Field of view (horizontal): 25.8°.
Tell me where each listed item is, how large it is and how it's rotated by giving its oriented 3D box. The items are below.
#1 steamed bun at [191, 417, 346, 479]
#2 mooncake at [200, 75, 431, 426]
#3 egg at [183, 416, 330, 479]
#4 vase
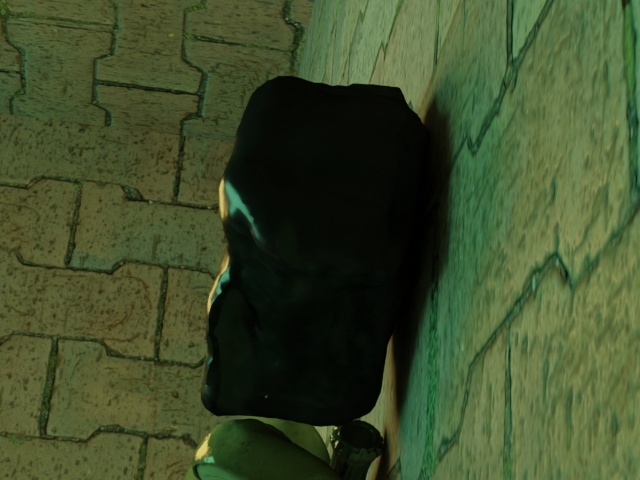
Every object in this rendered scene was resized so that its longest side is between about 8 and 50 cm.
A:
[{"bbox_3d":[-0.040,0.277,1.563,0.212,0.231,0.110,56,-129,-30],"label":"steamed bun"},{"bbox_3d":[0.000,0.000,1.517,0.381,0.212,0.350,98,180,-53],"label":"mooncake"},{"bbox_3d":[-0.087,0.361,2.002,0.218,0.218,0.295,-91,17,-54],"label":"egg"},{"bbox_3d":[0.029,0.276,1.634,0.081,0.081,0.148,-90,11,-50],"label":"vase"}]
